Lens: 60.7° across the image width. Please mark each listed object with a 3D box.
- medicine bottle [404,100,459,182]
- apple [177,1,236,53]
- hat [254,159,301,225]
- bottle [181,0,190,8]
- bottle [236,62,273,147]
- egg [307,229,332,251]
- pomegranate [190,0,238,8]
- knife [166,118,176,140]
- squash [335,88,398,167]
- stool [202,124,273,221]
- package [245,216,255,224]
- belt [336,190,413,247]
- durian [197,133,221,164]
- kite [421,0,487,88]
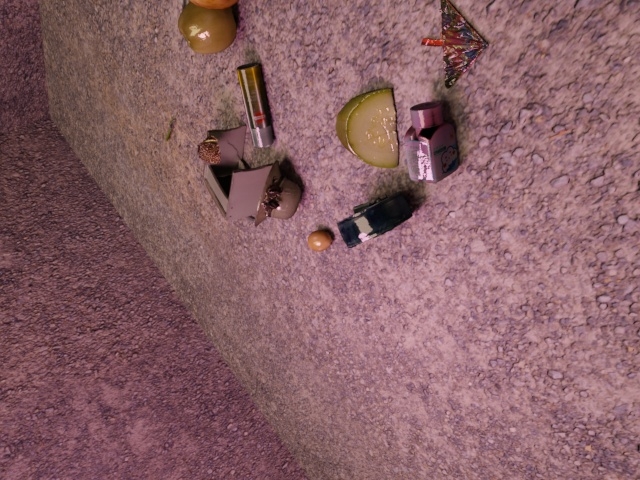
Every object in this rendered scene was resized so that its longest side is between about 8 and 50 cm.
[{"bbox_3d":[0.281,-0.254,1.402,0.094,0.119,0.188,15,127,47],"label":"medicine bottle"},{"bbox_3d":[-0.374,-0.722,1.835,0.200,0.200,0.200,32,138,34],"label":"apple"},{"bbox_3d":[-0.140,-0.154,2.001,0.130,0.257,0.257,18,139,0],"label":"hat"},{"bbox_3d":[-0.435,-0.914,1.863,0.096,0.079,0.253,10,135,1],"label":"bottle"},{"bbox_3d":[-0.227,-0.472,1.929,0.082,0.082,0.286,22,132,43],"label":"bottle"},{"bbox_3d":[0.000,0.000,2.006,0.096,0.080,0.080,-16,103,40],"label":"egg"},{"bbox_3d":[-0.322,-0.822,1.646,0.248,0.248,0.248,32,138,34],"label":"pomegranate"},{"bbox_3d":[-0.706,-0.521,2.568,0.026,0.022,0.184,34,146,-8],"label":"knife"},{"bbox_3d":[0.132,-0.342,1.624,0.204,0.155,0.236,-2,118,12],"label":"squash"},{"bbox_3d":[-0.323,-0.258,2.102,0.243,0.170,0.269,56,147,29],"label":"stool"},{"bbox_3d":[-0.318,-0.103,2.394,0.110,0.015,0.037,36,141,33],"label":"package"},{"bbox_3d":[0.152,-0.063,1.644,0.116,0.206,0.267,64,153,-1],"label":"belt"},{"bbox_3d":[-0.414,-0.327,1.986,0.140,0.071,0.110,11,113,63],"label":"durian"},{"bbox_3d":[0.313,-0.471,1.292,0.189,0.009,0.232,22,131,44],"label":"kite"}]
